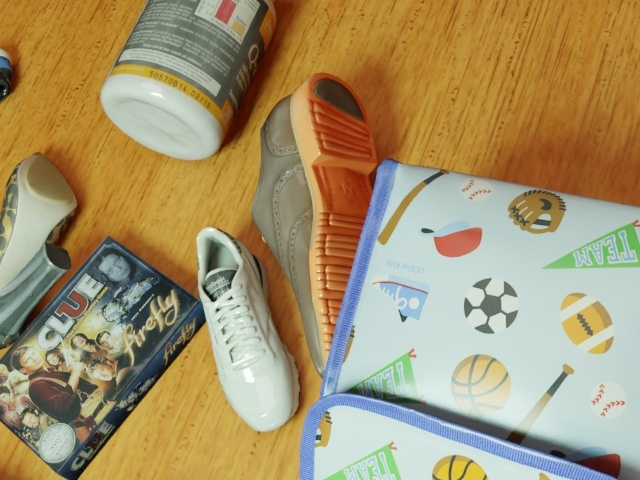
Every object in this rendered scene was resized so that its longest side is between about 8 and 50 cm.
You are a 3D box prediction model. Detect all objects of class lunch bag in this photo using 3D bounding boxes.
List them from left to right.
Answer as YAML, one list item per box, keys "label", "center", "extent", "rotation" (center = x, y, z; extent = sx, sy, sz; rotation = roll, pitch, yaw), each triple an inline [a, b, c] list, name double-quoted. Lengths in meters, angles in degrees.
- label: "lunch bag"
  center: [0.172, 0.150, 0.909]
  extent: [0.327, 0.239, 0.386]
  rotation: [14, 83, 23]

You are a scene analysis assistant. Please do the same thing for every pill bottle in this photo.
- label: "pill bottle"
  center: [-0.150, -0.254, 1.262]
  extent: [0.162, 0.162, 0.279]
  rotation: [13, 67, 23]

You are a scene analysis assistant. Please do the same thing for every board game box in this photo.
- label: "board game box"
  center: [-0.264, 0.131, 1.159]
  extent: [0.165, 0.042, 0.243]
  rotation: [31, 75, 29]

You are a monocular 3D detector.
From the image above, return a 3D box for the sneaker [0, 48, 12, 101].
- label: "sneaker"
  center: [-0.505, -0.211, 1.411]
  extent: [0.152, 0.058, 0.085]
  rotation: [-18, 50, 0]

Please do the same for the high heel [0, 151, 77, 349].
- label: "high heel"
  center: [-0.390, 0.011, 1.254]
  extent: [0.186, 0.093, 0.261]
  rotation: [-45, 38, 20]

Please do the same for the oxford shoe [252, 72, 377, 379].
- label: "oxford shoe"
  center: [0.000, 0.000, 1.126]
  extent: [0.132, 0.130, 0.364]
  rotation: [-27, 59, 41]

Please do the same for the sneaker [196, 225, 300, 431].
- label: "sneaker"
  center: [-0.090, 0.096, 1.094]
  extent: [0.090, 0.095, 0.235]
  rotation: [-23, 60, 2]
